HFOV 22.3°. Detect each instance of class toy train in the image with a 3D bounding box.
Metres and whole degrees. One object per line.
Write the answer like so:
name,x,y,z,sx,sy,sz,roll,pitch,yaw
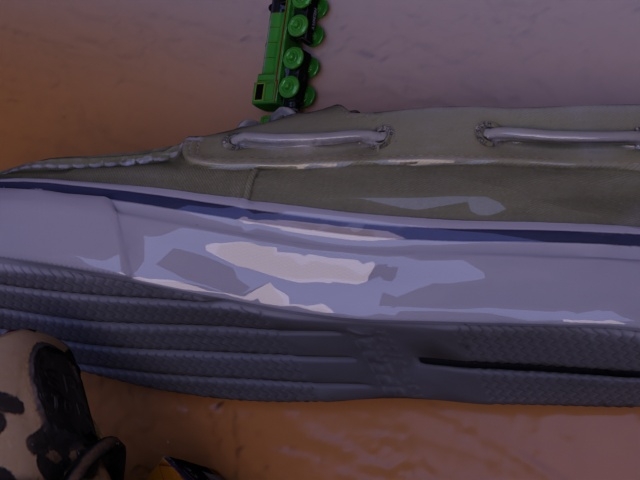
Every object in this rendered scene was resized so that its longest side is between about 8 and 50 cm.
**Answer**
toy train,-0.014,-0.063,0.643,0.024,0.017,0.083,0,76,33

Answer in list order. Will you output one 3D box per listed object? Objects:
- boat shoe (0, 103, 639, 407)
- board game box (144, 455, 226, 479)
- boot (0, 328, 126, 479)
boat shoe,0.000,0.000,0.586,0.302,0.109,0.094,4,62,14
board game box,-0.037,0.184,0.569,0.170,0.048,0.141,41,92,25
boot,-0.034,0.145,0.477,0.377,0.138,0.284,-43,64,17
